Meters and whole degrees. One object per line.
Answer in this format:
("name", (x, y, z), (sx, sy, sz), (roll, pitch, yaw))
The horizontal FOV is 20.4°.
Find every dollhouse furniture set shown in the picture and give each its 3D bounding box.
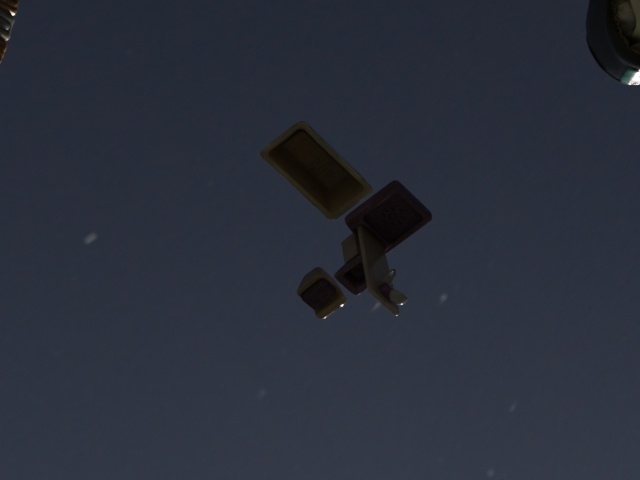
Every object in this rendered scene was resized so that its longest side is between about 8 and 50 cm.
("dollhouse furniture set", (0.000, 0.000, 1.003), (0.091, 0.081, 0.114), (-37, -59, 18))

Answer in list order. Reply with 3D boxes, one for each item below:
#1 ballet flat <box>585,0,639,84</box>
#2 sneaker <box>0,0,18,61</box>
("ballet flat", (0.183, -0.181, 0.932), (0.074, 0.074, 0.203), (12, -82, 18))
("sneaker", (-0.094, -0.032, 0.370), (0.037, 0.032, 0.083), (25, -95, 27))
